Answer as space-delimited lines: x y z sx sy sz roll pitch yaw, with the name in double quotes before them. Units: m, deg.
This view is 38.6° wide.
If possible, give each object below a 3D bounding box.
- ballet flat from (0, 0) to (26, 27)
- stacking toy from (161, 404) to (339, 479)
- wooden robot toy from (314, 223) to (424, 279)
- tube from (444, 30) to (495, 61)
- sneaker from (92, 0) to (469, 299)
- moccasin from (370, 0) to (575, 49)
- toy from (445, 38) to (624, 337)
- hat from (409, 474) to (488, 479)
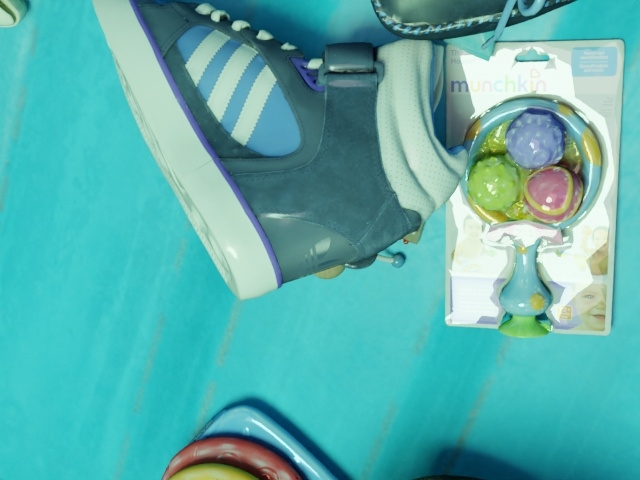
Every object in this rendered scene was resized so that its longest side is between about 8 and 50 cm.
"ballet flat" -0.275 -0.236 0.787 0.247 0.083 0.087 -35 108 26
"stacking toy" -0.108 0.290 0.774 0.165 0.302 0.175 41 115 2
"wooden robot toy" 0.000 0.000 0.770 0.173 0.079 0.076 -4 106 18
"tube" 0.125 -0.243 0.673 0.080 0.052 0.207 29 118 19
"sneaker" -0.024 -0.123 0.735 0.236 0.130 0.323 -26 64 -11
"moccasin" 0.173 -0.226 0.572 0.341 0.117 0.138 -24 104 26
"toy" 0.163 -0.034 0.720 0.136 0.056 0.237 2 107 16
"hat" 0.125 0.278 0.766 0.331 0.134 0.331 3 144 2
